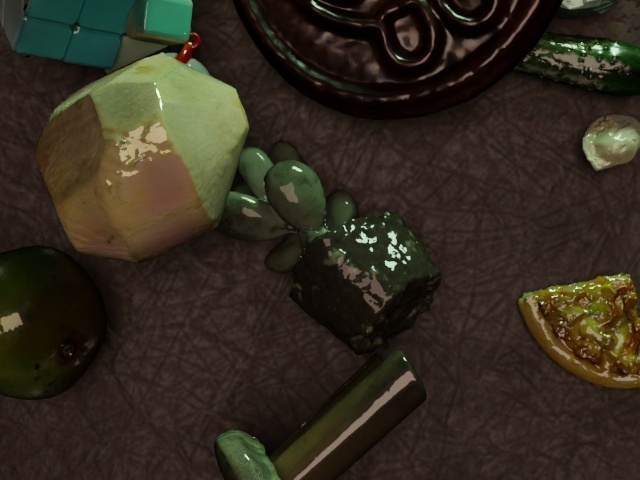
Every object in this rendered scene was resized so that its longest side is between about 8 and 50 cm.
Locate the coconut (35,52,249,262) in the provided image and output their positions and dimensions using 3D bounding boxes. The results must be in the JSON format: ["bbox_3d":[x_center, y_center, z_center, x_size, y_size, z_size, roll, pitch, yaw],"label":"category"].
[{"bbox_3d":[-0.179,-0.086,1.403,0.237,0.237,0.197,-24,101,1],"label":"coconut"}]

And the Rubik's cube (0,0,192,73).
[{"bbox_3d":[-0.242,-0.295,1.475,0.213,0.224,0.265,6,126,-34],"label":"Rubik's cube"}]

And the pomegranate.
[{"bbox_3d":[-0.346,0.081,1.507,0.210,0.180,0.180,31,89,31],"label":"pomegranate"}]

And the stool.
[{"bbox_3d":[0.049,0.296,1.410,0.226,0.310,0.310,-28,86,-5],"label":"stool"}]

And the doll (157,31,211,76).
[{"bbox_3d":[-0.185,-0.125,1.543,0.142,0.076,0.245,19,93,0],"label":"doll"}]

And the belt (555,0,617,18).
[{"bbox_3d":[0.269,-0.342,1.528,0.151,0.078,0.198,-43,84,2],"label":"belt"}]

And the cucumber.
[{"bbox_3d":[0.281,-0.210,1.533,0.227,0.069,0.069,11,89,5],"label":"cucumber"}]

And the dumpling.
[{"bbox_3d":[0.339,-0.117,1.532,0.076,0.052,0.057,-31,98,11],"label":"dumpling"}]

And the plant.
[{"bbox_3d":[0.002,0.000,1.502,0.274,0.149,0.146,40,47,19],"label":"plant"}]

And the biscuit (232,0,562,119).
[{"bbox_3d":[0.083,-0.339,1.489,0.407,0.091,0.407,0,89,15],"label":"biscuit"}]

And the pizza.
[{"bbox_3d":[0.315,0.092,1.530,0.175,0.046,0.134,26,89,3],"label":"pizza"}]
